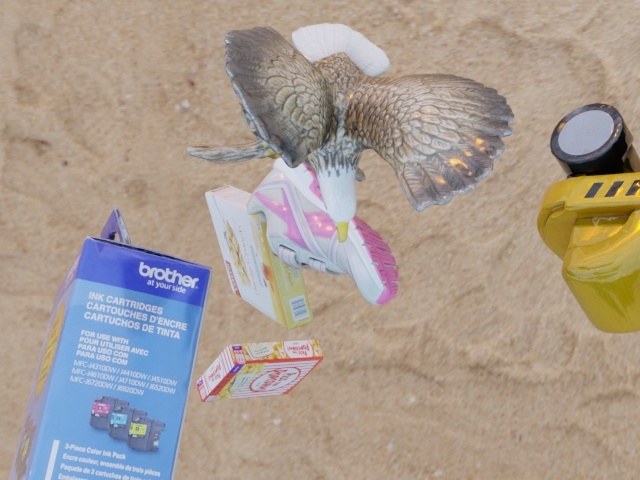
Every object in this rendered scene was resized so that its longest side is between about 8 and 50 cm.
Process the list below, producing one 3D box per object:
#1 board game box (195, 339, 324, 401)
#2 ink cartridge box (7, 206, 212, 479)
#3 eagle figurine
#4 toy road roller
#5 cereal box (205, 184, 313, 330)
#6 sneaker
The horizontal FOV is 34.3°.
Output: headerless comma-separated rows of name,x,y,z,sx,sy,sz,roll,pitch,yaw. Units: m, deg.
board game box,-0.112,0.240,1.917,0.147,0.194,0.045,-49,51,43
ink cartridge box,-0.242,0.169,1.157,0.151,0.270,0.395,17,67,-16
eagle figurine,0.021,-0.109,0.956,0.226,0.298,0.225,-35,91,-15
toy road roller,0.420,-0.018,1.226,0.330,0.240,0.202,-2,144,37
cereal box,-0.093,0.019,1.516,0.240,0.047,0.173,22,129,64
sneaker,0.000,0.000,1.296,0.111,0.103,0.252,-45,57,8
